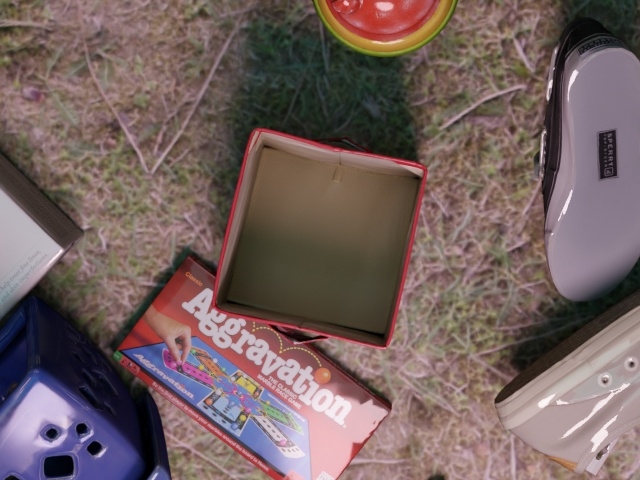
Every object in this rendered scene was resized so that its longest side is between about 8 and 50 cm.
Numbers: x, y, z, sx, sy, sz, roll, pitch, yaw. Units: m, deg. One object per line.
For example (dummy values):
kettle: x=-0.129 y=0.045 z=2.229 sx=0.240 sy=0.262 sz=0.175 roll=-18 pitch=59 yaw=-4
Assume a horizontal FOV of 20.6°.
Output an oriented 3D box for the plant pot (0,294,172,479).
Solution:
plant pot: x=-0.290 y=0.233 z=1.857 sx=0.212 sy=0.236 sz=0.236 roll=38 pitch=98 yaw=-19

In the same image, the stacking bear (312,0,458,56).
stacking bear: x=0.062 y=-0.262 z=1.740 sx=0.175 sy=0.289 sz=0.164 roll=-18 pitch=97 yaw=6

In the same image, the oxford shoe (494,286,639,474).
oxford shoe: x=0.392 y=0.091 z=1.828 sx=0.449 sy=0.169 sz=0.130 roll=-36 pitch=89 yaw=7

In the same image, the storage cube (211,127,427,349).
storage cube: x=0.000 y=0.000 z=1.818 sx=0.184 sy=0.193 sz=0.215 roll=12 pitch=90 yaw=1

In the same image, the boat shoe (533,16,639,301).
boat shoe: x=0.275 y=-0.084 z=1.846 sx=0.113 sy=0.105 sz=0.306 roll=-12 pitch=122 yaw=-6

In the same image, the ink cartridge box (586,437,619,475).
ink cartridge box: x=0.266 y=0.201 z=1.926 sx=0.115 sy=0.029 sz=0.063 roll=31 pitch=98 yaw=-2

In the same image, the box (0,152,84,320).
box: x=-0.385 y=0.001 z=1.891 sx=0.182 sy=0.119 sz=0.181 roll=45 pitch=99 yaw=-3

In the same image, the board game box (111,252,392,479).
board game box: x=-0.075 y=0.155 z=1.942 sx=0.281 sy=0.027 sz=0.145 roll=37 pitch=97 yaw=-2
